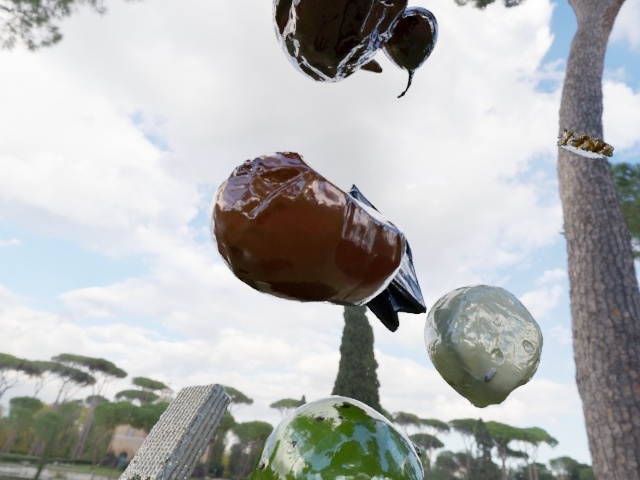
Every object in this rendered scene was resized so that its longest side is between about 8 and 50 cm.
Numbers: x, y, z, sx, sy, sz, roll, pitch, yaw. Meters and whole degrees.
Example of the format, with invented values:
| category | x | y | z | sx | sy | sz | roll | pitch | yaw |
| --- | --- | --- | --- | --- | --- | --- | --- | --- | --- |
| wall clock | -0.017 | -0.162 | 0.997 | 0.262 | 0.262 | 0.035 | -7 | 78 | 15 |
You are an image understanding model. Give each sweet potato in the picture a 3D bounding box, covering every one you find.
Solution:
| category | x | y | z | sx | sy | sz | roll | pitch | yaw |
| --- | --- | --- | --- | --- | --- | --- | --- | --- | --- |
| sweet potato | 0.098 | -0.537 | 1.158 | 0.202 | 0.058 | 0.055 | 45 | -26 | 14 |

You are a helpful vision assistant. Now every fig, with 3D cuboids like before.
| category | x | y | z | sx | sy | sz | roll | pitch | yaw |
| --- | --- | --- | --- | --- | --- | --- | --- | --- | --- |
| fig | 0.231 | -0.503 | 1.019 | 0.148 | 0.201 | 0.149 | -20 | -6 | 11 |

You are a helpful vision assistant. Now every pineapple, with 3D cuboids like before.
| category | x | y | z | sx | sy | sz | roll | pitch | yaw |
| --- | --- | --- | --- | --- | --- | --- | --- | --- | --- |
| pineapple | 0.261 | -0.097 | 0.401 | 0.045 | 0.083 | 0.019 | 26 | -68 | 17 |

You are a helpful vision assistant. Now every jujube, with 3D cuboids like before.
| category | x | y | z | sx | sy | sz | roll | pitch | yaw |
| --- | --- | --- | --- | --- | --- | --- | --- | --- | --- |
| jujube | 0.043 | -0.515 | 0.853 | 0.277 | 0.276 | 0.377 | 16 | -35 | -15 |

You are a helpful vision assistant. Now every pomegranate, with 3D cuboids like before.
| category | x | y | z | sx | sy | sz | roll | pitch | yaw |
| --- | --- | --- | --- | --- | --- | --- | --- | --- | --- |
| pomegranate | 0.004 | 0.375 | 0.547 | 0.261 | 0.341 | 0.260 | 31 | -43 | 35 |

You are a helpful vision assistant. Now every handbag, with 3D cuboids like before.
| category | x | y | z | sx | sy | sz | roll | pitch | yaw |
| --- | --- | --- | --- | --- | --- | --- | --- | --- | --- |
| handbag | 0.097 | 0.015 | 0.872 | 0.118 | 0.325 | 0.269 | -37 | -73 | 18 |

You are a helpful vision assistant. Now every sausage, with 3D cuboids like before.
| category | x | y | z | sx | sy | sz | roll | pitch | yaw |
| --- | --- | --- | --- | --- | --- | --- | --- | --- | --- |
| sausage | -0.002 | 0.002 | 0.408 | 0.133 | 0.133 | 0.258 | -15 | -20 | 30 |

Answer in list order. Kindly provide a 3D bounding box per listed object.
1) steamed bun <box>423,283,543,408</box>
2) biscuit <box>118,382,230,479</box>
| category | x | y | z | sx | sy | sz | roll | pitch | yaw |
| --- | --- | --- | --- | --- | --- | --- | --- | --- | --- |
| steamed bun | 0.165 | 0.108 | 0.432 | 0.112 | 0.130 | 0.091 | 45 | -36 | 6 |
| biscuit | -0.346 | 0.489 | 0.854 | 0.144 | 0.426 | 0.078 | -14 | -68 | 20 |
